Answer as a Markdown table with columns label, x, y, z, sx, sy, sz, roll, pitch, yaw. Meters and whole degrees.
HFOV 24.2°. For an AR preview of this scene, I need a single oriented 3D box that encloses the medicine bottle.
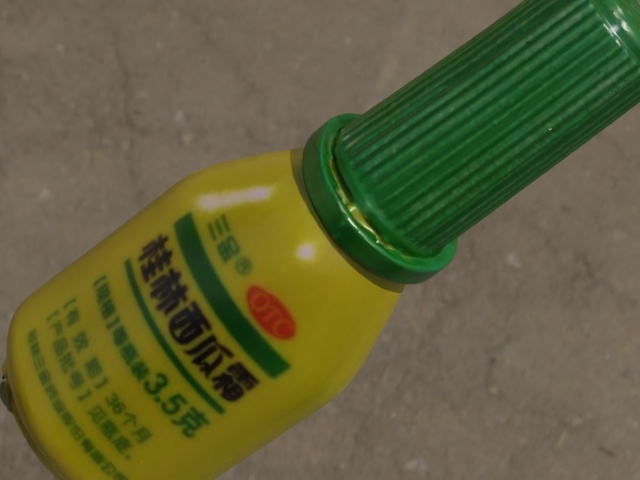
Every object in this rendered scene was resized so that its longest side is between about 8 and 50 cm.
| label | x | y | z | sx | sy | sz | roll | pitch | yaw |
| --- | --- | --- | --- | --- | --- | --- | --- | --- | --- |
| medicine bottle | 0.000 | 0.000 | 0.596 | 0.111 | 0.309 | 0.076 | 56 | 22 | 4 |
